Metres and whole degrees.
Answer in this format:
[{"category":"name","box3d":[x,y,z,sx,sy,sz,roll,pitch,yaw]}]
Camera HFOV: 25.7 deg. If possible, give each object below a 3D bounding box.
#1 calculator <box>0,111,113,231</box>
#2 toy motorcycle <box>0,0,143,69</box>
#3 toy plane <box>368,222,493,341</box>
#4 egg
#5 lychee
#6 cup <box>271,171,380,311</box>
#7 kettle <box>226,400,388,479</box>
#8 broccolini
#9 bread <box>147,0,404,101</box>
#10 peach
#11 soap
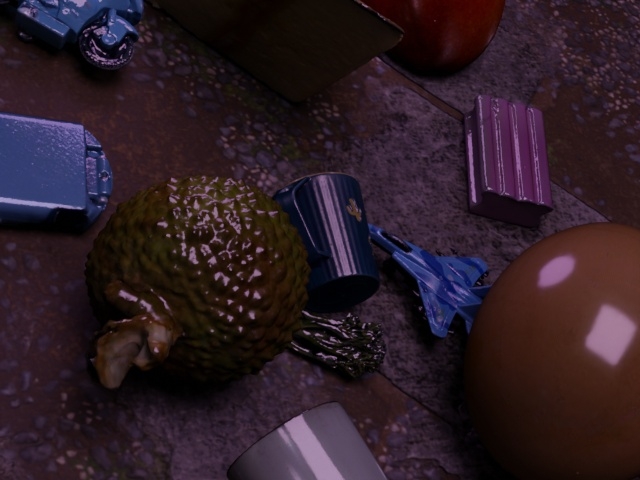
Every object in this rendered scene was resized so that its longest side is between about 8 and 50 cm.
[{"category":"calculator","box3d":[-0.414,-0.094,1.816,0.293,0.051,0.173,7,54,-20]},{"category":"toy motorcycle","box3d":[-0.365,-0.362,1.999,0.272,0.123,0.182,30,59,-3]},{"category":"toy plane","box3d":[0.144,0.050,1.961,0.246,0.078,0.169,30,48,7]},{"category":"egg","box3d":[0.343,0.146,1.821,0.301,0.301,0.374,24,66,-7]},{"category":"lychee","box3d":[-0.151,0.048,1.705,0.270,0.270,0.320,54,18,18]},{"category":"cup","box3d":[0.000,0.000,1.878,0.176,0.131,0.155,29,39,-57]},{"category":"kettle","box3d":[-0.005,0.341,1.625,0.221,0.161,0.236,-28,72,-19]},{"category":"broccolini","box3d":[-0.008,0.122,1.840,0.203,0.068,0.091,16,69,-13]},{"category":"bread","box3d":[-0.050,-0.393,2.040,0.346,0.405,0.242,40,58,-10]},{"category":"peach","box3d":[0.179,-0.408,2.254,0.249,0.245,0.274,-11,68,1]},{"category":"soap","box3d":[0.288,-0.124,2.163,0.122,0.065,0.203,14,51,-16]}]
